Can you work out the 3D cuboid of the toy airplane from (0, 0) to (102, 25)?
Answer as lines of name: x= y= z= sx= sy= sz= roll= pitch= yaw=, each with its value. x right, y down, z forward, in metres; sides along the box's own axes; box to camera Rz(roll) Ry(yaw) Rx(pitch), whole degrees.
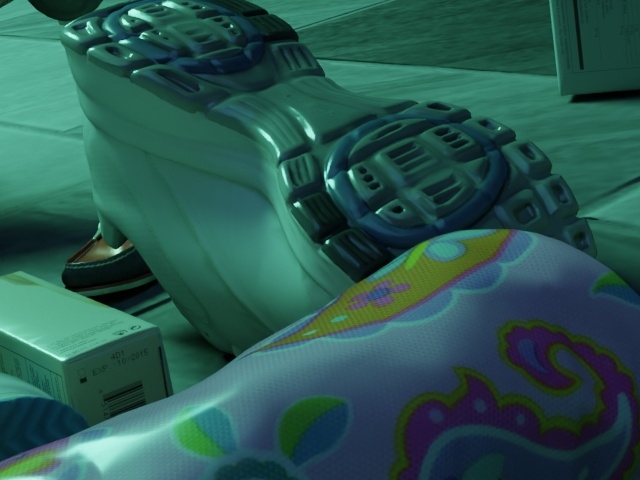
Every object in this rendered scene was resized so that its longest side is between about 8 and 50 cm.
toy airplane: x=-0.303 y=-0.107 z=0.921 sx=0.386 sy=0.272 sz=0.384 roll=8 pitch=61 yaw=22

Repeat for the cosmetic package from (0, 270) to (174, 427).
cosmetic package: x=-0.101 y=0.053 z=0.571 sx=0.041 sy=0.060 sz=0.115 roll=-20 pitch=22 yaw=-32

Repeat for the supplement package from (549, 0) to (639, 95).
supplement package: x=0.276 y=-0.182 z=0.962 sx=0.244 sy=0.139 sz=0.134 roll=-2 pitch=20 yaw=18

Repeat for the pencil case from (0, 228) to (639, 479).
pencil case: x=-0.038 y=0.092 z=0.339 sx=0.284 sy=0.124 sz=0.124 roll=-24 pitch=22 yaw=-34

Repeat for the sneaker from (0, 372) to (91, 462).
sneaker: x=-0.185 y=0.096 z=0.463 sx=0.228 sy=0.087 sz=0.092 roll=-10 pitch=9 yaw=-24

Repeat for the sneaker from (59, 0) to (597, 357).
sneaker: x=0.000 y=0.000 z=0.612 sx=0.111 sy=0.129 sz=0.297 roll=-19 pitch=38 yaw=-32

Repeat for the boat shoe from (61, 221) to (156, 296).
boat shoe: x=-0.092 y=-0.009 z=0.783 sx=0.049 sy=0.043 sz=0.137 roll=3 pitch=23 yaw=28
